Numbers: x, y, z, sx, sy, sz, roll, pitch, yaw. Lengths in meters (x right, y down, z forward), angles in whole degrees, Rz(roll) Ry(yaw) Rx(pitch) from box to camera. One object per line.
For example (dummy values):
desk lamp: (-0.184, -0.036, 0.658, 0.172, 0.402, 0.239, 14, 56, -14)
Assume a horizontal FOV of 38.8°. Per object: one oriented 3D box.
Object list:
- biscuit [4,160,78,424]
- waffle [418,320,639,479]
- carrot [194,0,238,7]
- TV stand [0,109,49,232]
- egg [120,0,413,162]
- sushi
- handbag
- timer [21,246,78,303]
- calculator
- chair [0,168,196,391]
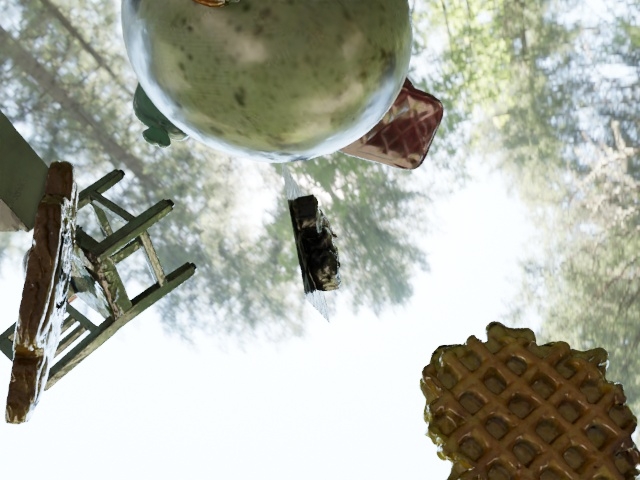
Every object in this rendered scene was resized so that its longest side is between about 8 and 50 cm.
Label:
biscuit: (-0.284, 0.051, 0.945, 0.041, 0.208, 0.290, 8, -119, -13)
waffle: (0.224, 0.197, 0.973, 0.238, 0.058, 0.243, 4, -124, -5)
carrot: (-0.131, -0.236, 0.801, 0.142, 0.035, 0.035, 23, -106, 12)
TV stand: (-0.427, -0.130, 1.079, 0.088, 0.269, 0.082, -2, -135, 37)
egg: (-0.058, -0.225, 0.963, 0.288, 0.287, 0.379, -37, -138, -2)
sushi: (0.000, 0.000, 1.377, 0.047, 0.231, 0.219, -13, -106, 6)
handbag: (0.081, -0.209, 1.466, 0.135, 0.225, 0.146, 46, -64, 45)
timer: (-0.436, 0.044, 1.544, 0.136, 0.099, 0.136, -3, -102, 17)
calculator: (-0.214, -0.191, 1.268, 0.021, 0.095, 0.153, -38, -145, 42)
chair: (-0.320, 0.045, 1.219, 0.270, 0.147, 0.136, -38, -132, -25)
